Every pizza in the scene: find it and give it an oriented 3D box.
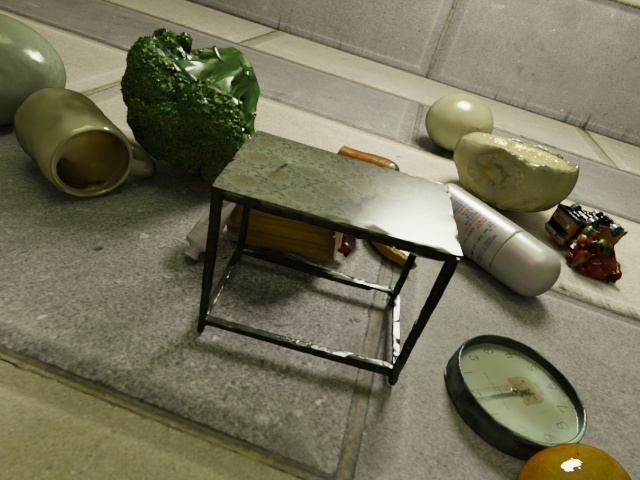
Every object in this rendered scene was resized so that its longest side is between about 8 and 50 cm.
[{"bbox_3d":[0.178,0.001,1.047,0.131,0.041,0.178,-23,50,-41],"label":"pizza"}]

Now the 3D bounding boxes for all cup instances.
[{"bbox_3d":[-0.485,-0.218,0.950,0.255,0.173,0.202,-21,50,-42],"label":"cup"}]

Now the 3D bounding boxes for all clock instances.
[{"bbox_3d":[0.324,0.251,0.742,0.226,0.049,0.226,13,33,-8],"label":"clock"}]

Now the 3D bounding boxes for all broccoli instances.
[{"bbox_3d":[-0.283,-0.301,1.029,0.310,0.321,0.413,-14,39,-29],"label":"broccoli"}]

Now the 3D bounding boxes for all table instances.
[{"bbox_3d":[0.005,0.026,0.722,0.335,0.272,0.222,16,33,-1],"label":"table"}]

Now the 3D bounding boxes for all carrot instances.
[{"bbox_3d":[0.140,-0.222,1.322,0.193,0.087,0.087,26,34,24],"label":"carrot"}]

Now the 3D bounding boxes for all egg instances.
[{"bbox_3d":[0.529,-0.446,1.695,0.269,0.219,0.219,9,34,-12],"label":"egg"},{"bbox_3d":[-0.771,-0.385,0.994,0.352,0.258,0.258,-11,42,-32],"label":"egg"}]

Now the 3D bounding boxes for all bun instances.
[{"bbox_3d":[0.582,-0.197,1.373,0.364,0.202,0.364,11,27,-6],"label":"bun"}]

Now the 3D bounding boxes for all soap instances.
[{"bbox_3d":[-0.072,-0.048,0.882,0.232,0.140,0.073,11,33,11],"label":"soap"}]

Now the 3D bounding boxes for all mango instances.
[{"bbox_3d":[0.297,0.348,0.534,0.138,0.113,0.253,36,45,20],"label":"mango"}]

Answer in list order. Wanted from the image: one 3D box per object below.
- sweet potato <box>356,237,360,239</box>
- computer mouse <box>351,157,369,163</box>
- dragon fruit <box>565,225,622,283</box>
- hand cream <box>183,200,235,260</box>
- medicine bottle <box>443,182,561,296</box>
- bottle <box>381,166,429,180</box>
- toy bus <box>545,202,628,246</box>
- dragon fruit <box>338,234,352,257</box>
[{"bbox_3d":[0.082,-0.070,1.086,0.067,0.067,0.274,9,30,-12],"label":"sweet potato"},{"bbox_3d":[0.002,-0.147,1.085,0.310,0.072,0.158,-10,34,-8],"label":"computer mouse"},{"bbox_3d":[0.733,0.044,1.186,0.142,0.175,0.138,-34,41,-14],"label":"dragon fruit"},{"bbox_3d":[-0.209,-0.026,0.847,0.053,0.142,0.084,41,-16,-35],"label":"hand cream"},{"bbox_3d":[0.410,-0.001,1.071,0.130,0.130,0.341,-12,42,-37],"label":"medicine bottle"},{"bbox_3d":[0.187,-0.150,1.222,0.209,0.097,0.110,16,16,-1],"label":"bottle"},{"bbox_3d":[0.761,-0.032,1.289,0.201,0.114,0.098,10,34,-21],"label":"toy bus"},{"bbox_3d":[-0.002,0.001,0.949,0.131,0.097,0.063,44,42,6],"label":"dragon fruit"}]
